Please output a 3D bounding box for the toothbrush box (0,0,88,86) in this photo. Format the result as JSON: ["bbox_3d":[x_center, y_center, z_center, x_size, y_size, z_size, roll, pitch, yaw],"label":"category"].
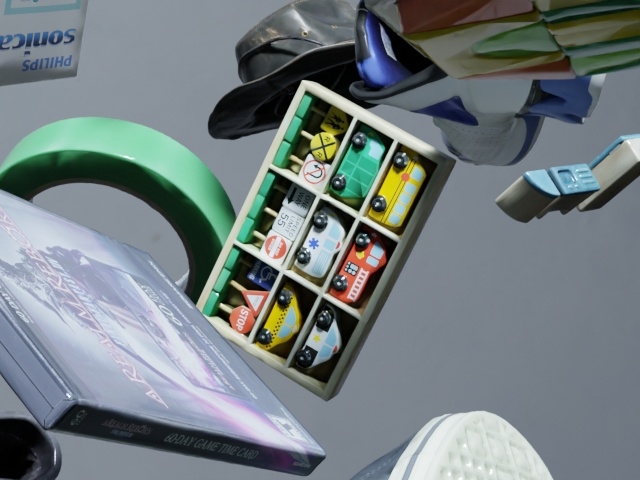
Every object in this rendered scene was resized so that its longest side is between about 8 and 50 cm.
[{"bbox_3d":[-0.295,-0.278,1.088,0.216,0.126,0.295,-16,128,-52],"label":"toothbrush box"}]

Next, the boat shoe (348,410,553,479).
[{"bbox_3d":[0.008,0.270,0.813,0.186,0.156,0.500,53,32,-2],"label":"boat shoe"}]

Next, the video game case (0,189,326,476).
[{"bbox_3d":[-0.118,0.046,0.742,0.026,0.274,0.196,-48,63,6],"label":"video game case"}]

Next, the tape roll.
[{"bbox_3d":[-0.263,0.001,1.668,0.321,0.321,0.077,39,34,-18],"label":"tape roll"}]

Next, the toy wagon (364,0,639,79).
[{"bbox_3d":[0.191,-0.121,0.471,0.345,0.267,0.068,-7,86,15],"label":"toy wagon"}]

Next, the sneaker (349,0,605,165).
[{"bbox_3d":[0.111,-0.152,1.107,0.182,0.315,0.127,11,84,-5],"label":"sneaker"}]

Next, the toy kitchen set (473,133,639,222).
[{"bbox_3d":[0.305,-0.131,1.745,0.207,0.122,0.166,-10,64,-45],"label":"toy kitchen set"}]

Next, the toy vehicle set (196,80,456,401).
[{"bbox_3d":[0.000,0.000,1.308,0.166,0.035,0.266,30,104,16],"label":"toy vehicle set"}]

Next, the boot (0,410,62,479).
[{"bbox_3d":[-0.364,0.207,0.957,0.338,0.222,0.118,-19,71,-25],"label":"boot"}]

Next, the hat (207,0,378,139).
[{"bbox_3d":[-0.015,-0.255,1.825,0.331,0.331,0.133,-16,78,-22],"label":"hat"}]
